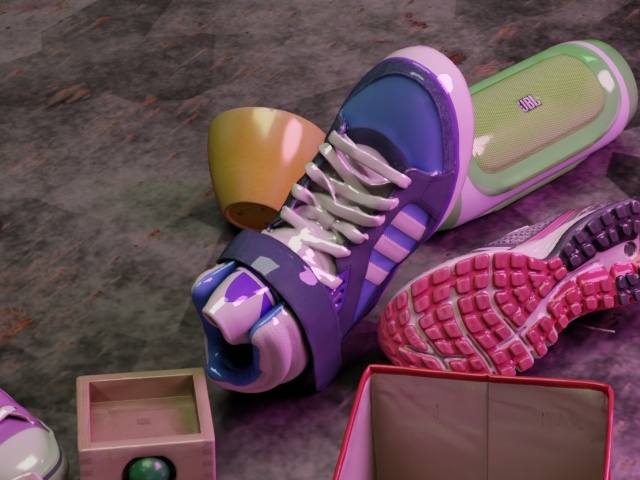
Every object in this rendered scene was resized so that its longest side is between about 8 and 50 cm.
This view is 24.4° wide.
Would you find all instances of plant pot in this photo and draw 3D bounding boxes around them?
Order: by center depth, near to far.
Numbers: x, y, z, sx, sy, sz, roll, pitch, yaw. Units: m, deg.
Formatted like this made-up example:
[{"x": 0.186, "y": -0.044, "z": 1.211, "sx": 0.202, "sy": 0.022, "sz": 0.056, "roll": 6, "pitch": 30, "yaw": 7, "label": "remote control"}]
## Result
[{"x": -0.062, "y": -0.065, "z": 1.564, "sx": 0.134, "sy": 0.134, "sz": 0.095, "roll": 4, "pitch": 62, "yaw": 13, "label": "plant pot"}]

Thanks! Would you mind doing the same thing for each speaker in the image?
[{"x": 0.201, "y": -0.115, "z": 1.587, "sx": 0.297, "sy": 0.131, "sz": 0.131, "roll": -28, "pitch": 41, "yaw": -29, "label": "speaker"}]

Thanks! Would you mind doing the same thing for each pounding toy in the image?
[{"x": -0.155, "y": 0.189, "z": 1.239, "sx": 0.130, "sy": 0.100, "sz": 0.141, "roll": -4, "pitch": 29, "yaw": -8, "label": "pounding toy"}]

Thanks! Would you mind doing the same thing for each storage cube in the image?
[{"x": 0.110, "y": 0.225, "z": 1.053, "sx": 0.184, "sy": 0.193, "sz": 0.215, "roll": 3, "pitch": 35, "yaw": 12, "label": "storage cube"}]

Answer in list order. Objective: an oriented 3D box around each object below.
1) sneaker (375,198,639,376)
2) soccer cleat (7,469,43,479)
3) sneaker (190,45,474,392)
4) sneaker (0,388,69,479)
[{"x": 0.188, "y": 0.050, "z": 1.383, "sx": 0.299, "sy": 0.120, "sz": 0.112, "roll": -19, "pitch": 8, "yaw": -18, "label": "sneaker"}, {"x": -0.143, "y": 0.284, "z": 1.043, "sx": 0.116, "sy": 0.143, "sz": 0.331, "roll": -30, "pitch": 42, "yaw": -32, "label": "soccer cleat"}, {"x": -0.001, "y": 0.000, "z": 1.282, "sx": 0.130, "sy": 0.322, "sz": 0.236, "roll": 37, "pitch": 39, "yaw": 15, "label": "sneaker"}, {"x": -0.335, "y": 0.124, "z": 1.274, "sx": 0.282, "sy": 0.161, "sz": 0.102, "roll": 26, "pitch": 54, "yaw": 38, "label": "sneaker"}]
